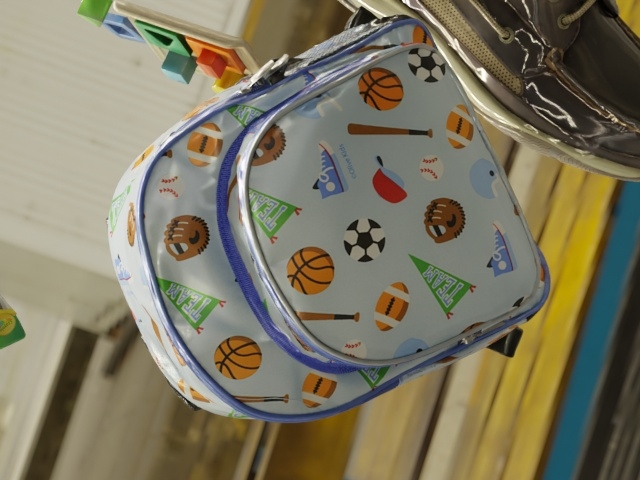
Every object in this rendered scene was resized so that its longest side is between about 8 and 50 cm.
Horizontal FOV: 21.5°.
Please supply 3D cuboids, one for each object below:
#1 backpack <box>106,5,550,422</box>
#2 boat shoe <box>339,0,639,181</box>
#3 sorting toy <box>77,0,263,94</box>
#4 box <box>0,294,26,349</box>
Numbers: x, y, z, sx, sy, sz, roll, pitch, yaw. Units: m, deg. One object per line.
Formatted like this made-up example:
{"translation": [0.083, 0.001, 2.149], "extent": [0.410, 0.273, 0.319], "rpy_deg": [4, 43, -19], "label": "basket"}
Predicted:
{"translation": [0.000, 0.000, 1.127], "extent": [0.263, 0.276, 0.213], "rpy_deg": [-27, -1, -12], "label": "backpack"}
{"translation": [0.151, -0.176, 1.266], "extent": [0.132, 0.355, 0.130], "rpy_deg": [-46, -13, -48], "label": "boat shoe"}
{"translation": [-0.150, -0.222, 2.077], "extent": [0.047, 0.348, 0.196], "rpy_deg": [-67, -21, -8], "label": "sorting toy"}
{"translation": [-0.389, 0.052, 1.710], "extent": [0.043, 0.179, 0.105], "rpy_deg": [-51, -14, 32], "label": "box"}
